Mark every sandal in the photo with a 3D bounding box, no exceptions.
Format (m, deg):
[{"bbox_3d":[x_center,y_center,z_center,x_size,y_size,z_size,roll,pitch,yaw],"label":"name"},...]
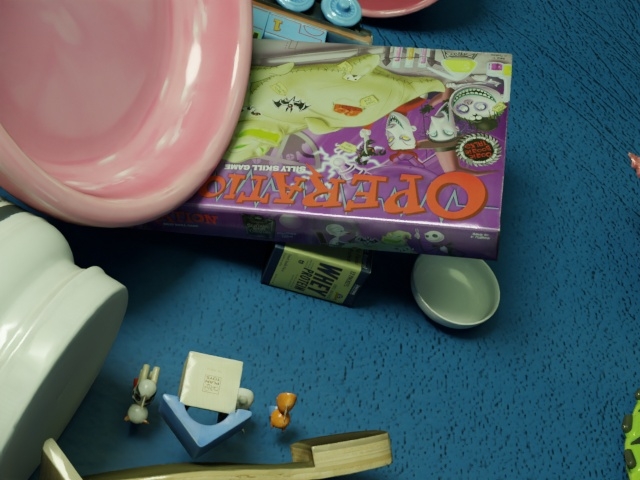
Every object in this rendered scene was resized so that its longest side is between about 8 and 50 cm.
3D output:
[{"bbox_3d":[-0.062,0.189,0.697,0.240,0.088,0.079,-7,84,-12],"label":"sandal"}]

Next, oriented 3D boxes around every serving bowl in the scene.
[{"bbox_3d":[0.116,0.045,0.896,0.083,0.027,0.083,10,54,-14],"label":"serving bowl"}]

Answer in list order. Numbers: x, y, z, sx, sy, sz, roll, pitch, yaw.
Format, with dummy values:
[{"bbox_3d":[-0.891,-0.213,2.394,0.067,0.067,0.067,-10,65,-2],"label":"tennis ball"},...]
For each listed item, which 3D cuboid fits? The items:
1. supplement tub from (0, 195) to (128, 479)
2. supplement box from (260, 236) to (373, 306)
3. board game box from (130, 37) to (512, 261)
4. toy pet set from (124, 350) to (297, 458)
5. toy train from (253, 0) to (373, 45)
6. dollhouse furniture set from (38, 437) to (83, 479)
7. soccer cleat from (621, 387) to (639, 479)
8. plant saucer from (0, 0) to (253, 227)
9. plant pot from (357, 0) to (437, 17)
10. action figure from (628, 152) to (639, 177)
[{"bbox_3d":[-0.286,0.036,0.654,0.272,0.191,0.191,30,52,2],"label":"supplement tub"},{"bbox_3d":[0.000,0.000,0.868,0.083,0.056,0.083,15,52,-8],"label":"supplement box"},{"bbox_3d":[-0.015,-0.089,0.860,0.347,0.056,0.208,5,56,8],"label":"board game box"},{"bbox_3d":[-0.078,0.130,0.722,0.122,0.114,0.065,12,65,-9],"label":"toy pet set"},{"bbox_3d":[-0.039,-0.203,0.989,0.184,0.080,0.105,18,61,-10],"label":"toy train"},{"bbox_3d":[-0.187,0.235,0.591,0.151,0.123,0.144,-30,70,-34],"label":"dollhouse furniture set"},{"bbox_3d":[0.308,0.214,0.826,0.121,0.093,0.289,50,43,-21],"label":"soccer cleat"},{"bbox_3d":[-0.170,-0.175,0.718,0.084,0.332,0.332,2,44,31],"label":"plant saucer"},{"bbox_3d":[0.068,-0.367,1.080,0.201,0.201,0.180,15,36,-9],"label":"plant pot"},{"bbox_3d":[0.412,0.053,0.913,0.370,0.248,0.276,42,71,8],"label":"action figure"}]
